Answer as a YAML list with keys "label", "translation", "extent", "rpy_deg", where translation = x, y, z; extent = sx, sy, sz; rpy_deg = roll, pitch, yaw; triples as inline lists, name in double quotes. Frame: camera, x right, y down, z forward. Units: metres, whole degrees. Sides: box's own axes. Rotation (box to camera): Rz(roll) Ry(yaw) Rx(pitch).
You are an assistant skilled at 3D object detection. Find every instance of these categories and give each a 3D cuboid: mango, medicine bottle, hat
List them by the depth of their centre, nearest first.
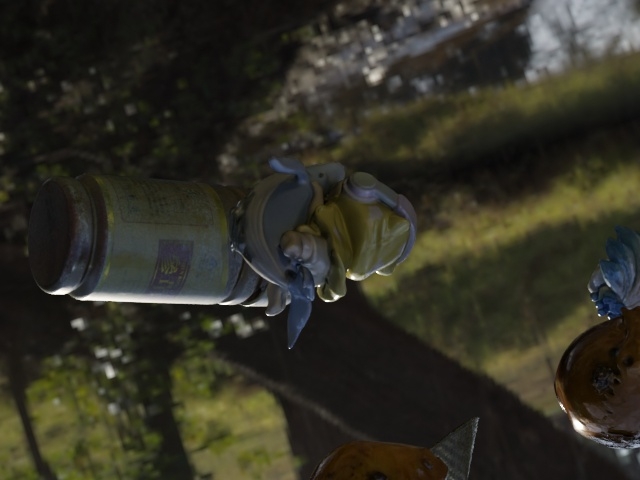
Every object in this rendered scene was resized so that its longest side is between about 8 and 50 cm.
- label: "mango"
  translation: [0.153, 0.067, 0.704]
  extent: [0.077, 0.063, 0.127]
  rpy_deg: [-36, 165, 4]
- label: "mango"
  translation: [0.031, 0.323, 1.549]
  extent: [0.166, 0.136, 0.236]
  rpy_deg: [-50, 160, -53]
- label: "medicine bottle"
  translation: [-0.183, 0.002, 1.782]
  extent: [0.322, 0.151, 0.151]
  rpy_deg: [4, 163, -33]
- label: "hat"
  translation: [0.169, 0.301, 1.902]
  extent: [0.146, 0.067, 0.146]
  rpy_deg: [-34, 165, -11]

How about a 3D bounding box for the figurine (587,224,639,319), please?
- label: "figurine"
  translation: [0.305, 0.033, 1.426]
  extent: [0.079, 0.114, 0.114]
  rpy_deg: [-8, -179, 33]

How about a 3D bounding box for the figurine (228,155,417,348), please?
- label: "figurine"
  translation: [0.000, 0.000, 1.403]
  extent: [0.184, 0.208, 0.128]
  rpy_deg: [11, 138, -2]
